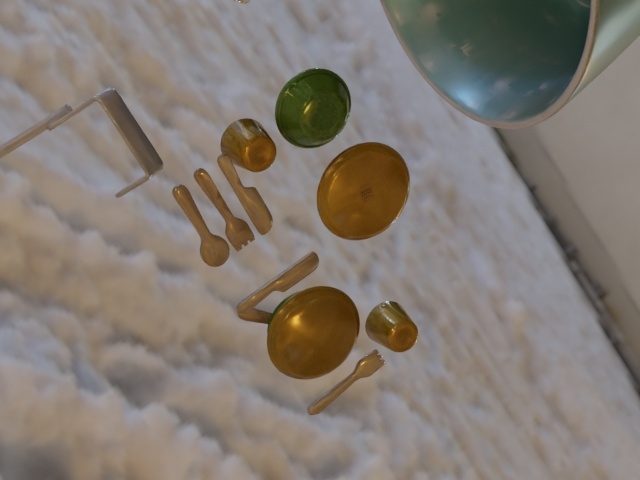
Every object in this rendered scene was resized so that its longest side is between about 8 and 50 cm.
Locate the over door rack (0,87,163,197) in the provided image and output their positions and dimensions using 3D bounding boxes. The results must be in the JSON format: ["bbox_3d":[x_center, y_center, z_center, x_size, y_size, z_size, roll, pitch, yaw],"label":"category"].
[{"bbox_3d":[-0.277,-0.006,0.809,0.108,0.324,0.239,69,24,-14],"label":"over door rack"}]

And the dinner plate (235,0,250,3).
[{"bbox_3d":[-0.103,-0.255,1.275,0.141,0.017,0.141,43,18,-18],"label":"dinner plate"}]

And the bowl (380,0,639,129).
[{"bbox_3d":[0.183,-0.262,1.273,0.311,0.163,0.311,41,-39,44],"label":"bowl"}]

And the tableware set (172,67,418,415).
[{"bbox_3d":[0.000,0.000,0.713,0.154,0.104,0.024,59,-10,-31],"label":"tableware set"}]
